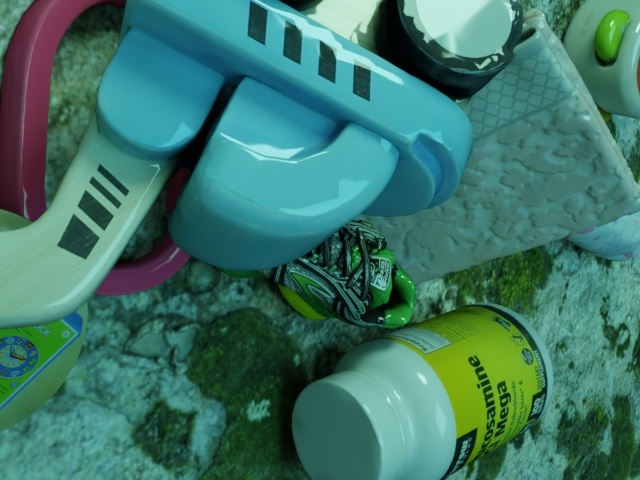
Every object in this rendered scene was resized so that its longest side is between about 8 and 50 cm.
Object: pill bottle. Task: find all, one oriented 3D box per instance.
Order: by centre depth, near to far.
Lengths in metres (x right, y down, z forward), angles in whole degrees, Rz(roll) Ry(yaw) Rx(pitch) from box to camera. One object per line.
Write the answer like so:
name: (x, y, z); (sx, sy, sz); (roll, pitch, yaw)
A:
pill bottle: (0.130, 0.199, 1.082); (0.333, 0.187, 0.188); (-13, 107, -44)

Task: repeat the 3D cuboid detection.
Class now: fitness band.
fitness band: (-0.189, -0.095, 0.795); (0.209, 0.054, 0.291); (0, 96, -44)

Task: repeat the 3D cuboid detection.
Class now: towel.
towel: (0.153, -0.075, 0.969); (0.317, 0.331, 0.053); (45, 37, -40)

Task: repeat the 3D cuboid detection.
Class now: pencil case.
pencil case: (0.448, -0.047, 1.422); (0.273, 0.124, 0.114); (21, 42, -48)

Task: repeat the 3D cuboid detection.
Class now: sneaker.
sneaker: (0.000, 0.000, 0.908); (0.343, 0.146, 0.134); (36, 68, -54)

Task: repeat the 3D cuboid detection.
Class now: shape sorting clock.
shape sorting clock: (-0.291, 0.070, 0.704); (0.206, 0.040, 0.206); (-13, 116, -27)

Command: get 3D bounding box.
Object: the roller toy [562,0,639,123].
roller toy: (0.484, -0.299, 1.397); (0.191, 0.146, 0.209); (-38, 129, -25)

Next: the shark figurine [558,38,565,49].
shark figurine: (0.257, -0.235, 1.209); (0.278, 0.116, 0.166); (-51, 164, -18)

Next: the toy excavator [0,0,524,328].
toy excavator: (-0.114, -0.061, 0.646); (0.432, 0.222, 0.445); (26, 69, -11)
